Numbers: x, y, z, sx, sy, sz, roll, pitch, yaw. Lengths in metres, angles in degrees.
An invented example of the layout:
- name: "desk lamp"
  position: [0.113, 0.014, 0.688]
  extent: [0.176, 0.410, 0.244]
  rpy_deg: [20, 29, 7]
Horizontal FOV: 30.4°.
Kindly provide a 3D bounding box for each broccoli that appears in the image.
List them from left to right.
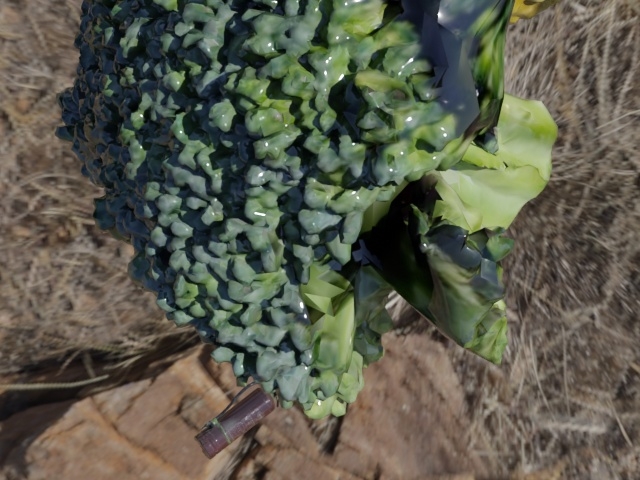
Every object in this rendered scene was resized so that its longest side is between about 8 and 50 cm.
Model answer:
- name: "broccoli"
  position: [-0.008, -0.084, 0.674]
  extent: [0.317, 0.338, 0.277]
  rpy_deg: [36, 106, -10]

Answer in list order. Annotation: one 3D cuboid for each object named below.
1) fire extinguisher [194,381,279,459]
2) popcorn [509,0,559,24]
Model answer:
- name: "fire extinguisher"
  position: [-0.118, 0.260, 1.771]
  extent: [0.157, 0.078, 0.045]
  rpy_deg: [-35, 44, -18]
- name: "popcorn"
  position: [0.202, -0.352, 1.368]
  extent: [0.332, 0.265, 0.225]
  rpy_deg: [1, 113, 46]
